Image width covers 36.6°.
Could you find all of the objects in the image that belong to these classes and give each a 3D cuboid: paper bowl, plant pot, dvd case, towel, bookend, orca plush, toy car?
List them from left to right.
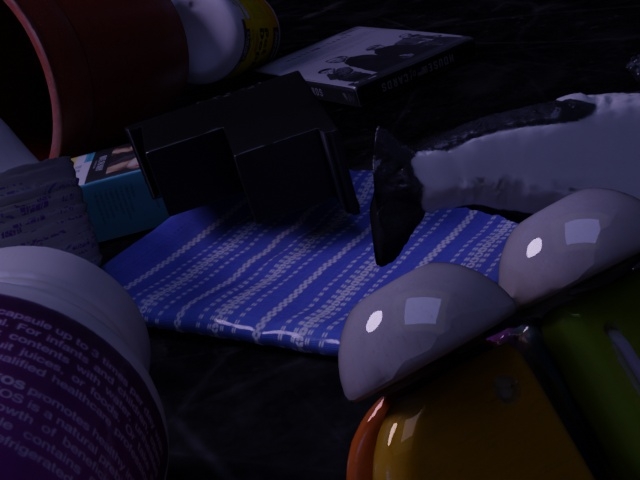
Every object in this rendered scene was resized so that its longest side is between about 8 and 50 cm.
[{"bbox_3d":[-0.318,-0.008,0.712,0.284,0.148,0.284,-15,7,2],"label":"paper bowl"},{"bbox_3d":[-0.305,-0.197,1.096,0.272,0.272,0.265,1,21,31],"label":"plant pot"},{"bbox_3d":[-0.066,-0.059,0.770,0.156,0.072,0.157,-19,28,-5],"label":"bookend"},{"bbox_3d":[0.000,0.000,0.733,0.336,0.040,0.243,4,31,36],"label":"towel"},{"bbox_3d":[0.047,-0.219,1.195,0.179,0.029,0.239,-27,26,-25],"label":"dvd case"},{"bbox_3d":[0.093,0.079,0.412,0.182,0.159,0.136,-25,-11,-20],"label":"toy car"},{"bbox_3d":[0.171,-0.024,0.628,0.287,0.151,0.102,-15,-11,-7],"label":"orca plush"}]

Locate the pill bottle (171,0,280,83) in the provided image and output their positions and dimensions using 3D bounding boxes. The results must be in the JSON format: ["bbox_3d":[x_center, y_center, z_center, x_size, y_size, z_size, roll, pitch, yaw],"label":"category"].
[{"bbox_3d":[-0.124,-0.269,1.266,0.117,0.117,0.215,-7,11,17],"label":"pill bottle"}]

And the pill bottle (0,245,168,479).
[{"bbox_3d":[-0.152,0.120,0.399,0.169,0.169,0.301,-13,24,5],"label":"pill bottle"}]

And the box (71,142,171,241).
[{"bbox_3d":[-0.229,-0.039,0.922,0.244,0.060,0.100,-15,24,0],"label":"box"}]
